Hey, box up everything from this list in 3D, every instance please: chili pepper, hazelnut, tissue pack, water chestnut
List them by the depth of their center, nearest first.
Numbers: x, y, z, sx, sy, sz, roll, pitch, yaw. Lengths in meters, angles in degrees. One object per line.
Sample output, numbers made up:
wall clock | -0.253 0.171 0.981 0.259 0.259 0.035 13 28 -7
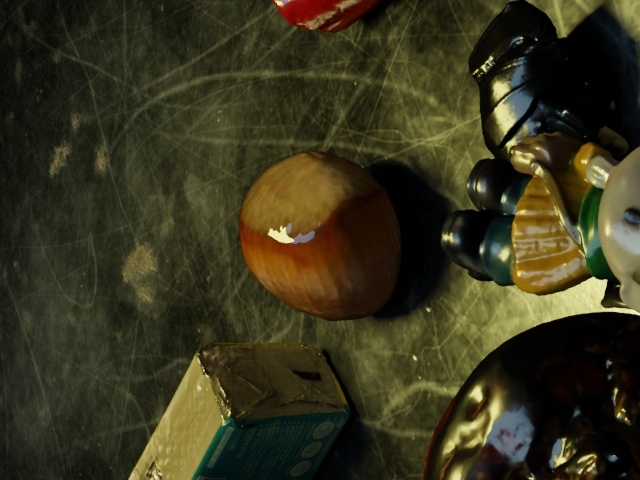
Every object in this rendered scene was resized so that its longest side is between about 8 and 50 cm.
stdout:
water chestnut | 0.220 0.198 1.299 0.289 0.289 0.244 42 162 46
chili pepper | 0.072 -0.371 1.635 0.338 0.131 0.134 -44 30 48
hazelnut | 0.000 0.000 1.685 0.214 0.176 0.214 53 157 34
tissue pack | -0.107 0.258 1.797 0.134 0.192 0.271 57 130 36

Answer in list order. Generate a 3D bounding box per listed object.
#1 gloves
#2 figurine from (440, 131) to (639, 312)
gloves | 0.225 -0.115 1.443 0.164 0.124 0.203 104 153 -46
figurine | 0.282 -0.008 1.282 0.332 0.204 0.185 -14 44 55
